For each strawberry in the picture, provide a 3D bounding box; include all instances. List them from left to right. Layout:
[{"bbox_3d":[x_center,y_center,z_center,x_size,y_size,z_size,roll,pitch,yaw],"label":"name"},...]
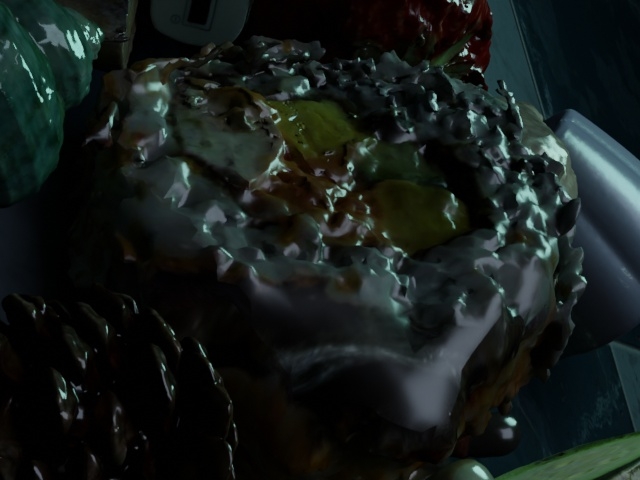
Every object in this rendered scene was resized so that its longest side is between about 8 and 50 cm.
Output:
[{"bbox_3d":[0.028,-0.210,1.297,0.274,0.274,0.221,31,37,-50],"label":"strawberry"}]

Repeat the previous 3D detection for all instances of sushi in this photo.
[{"bbox_3d":[0.001,-0.003,1.049,0.417,0.176,0.418,11,46,-11],"label":"sushi"}]

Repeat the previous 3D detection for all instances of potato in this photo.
[{"bbox_3d":[-0.195,-0.205,1.091,0.100,0.120,0.261,99,-4,-45],"label":"potato"}]

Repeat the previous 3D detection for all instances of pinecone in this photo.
[{"bbox_3d":[-0.151,0.111,0.804,0.204,0.184,0.179,26,30,-42],"label":"pinecone"}]

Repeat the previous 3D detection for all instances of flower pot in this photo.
[{"bbox_3d":[0.317,-0.021,1.745,0.243,0.265,0.265,51,28,-5],"label":"flower pot"}]

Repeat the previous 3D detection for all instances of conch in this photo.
[{"bbox_3d":[-0.230,-0.115,0.882,0.202,0.134,0.196,-15,84,-63],"label":"conch"}]

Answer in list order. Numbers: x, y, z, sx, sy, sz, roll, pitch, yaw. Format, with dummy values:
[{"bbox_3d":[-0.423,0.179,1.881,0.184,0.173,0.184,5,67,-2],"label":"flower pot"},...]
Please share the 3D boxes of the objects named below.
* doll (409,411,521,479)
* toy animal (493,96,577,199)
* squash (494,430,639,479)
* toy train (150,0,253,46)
[{"bbox_3d":[0.057,0.131,1.191,0.235,0.174,0.330,17,49,-18],"label":"doll"},{"bbox_3d":[0.148,-0.044,1.417,0.358,0.226,0.188,-83,152,-77],"label":"toy animal"},{"bbox_3d":[0.286,0.402,1.317,0.263,0.263,0.385,-16,85,-64],"label":"squash"},{"bbox_3d":[-0.105,-0.310,1.282,0.407,0.086,0.088,-94,-166,-54],"label":"toy train"}]
